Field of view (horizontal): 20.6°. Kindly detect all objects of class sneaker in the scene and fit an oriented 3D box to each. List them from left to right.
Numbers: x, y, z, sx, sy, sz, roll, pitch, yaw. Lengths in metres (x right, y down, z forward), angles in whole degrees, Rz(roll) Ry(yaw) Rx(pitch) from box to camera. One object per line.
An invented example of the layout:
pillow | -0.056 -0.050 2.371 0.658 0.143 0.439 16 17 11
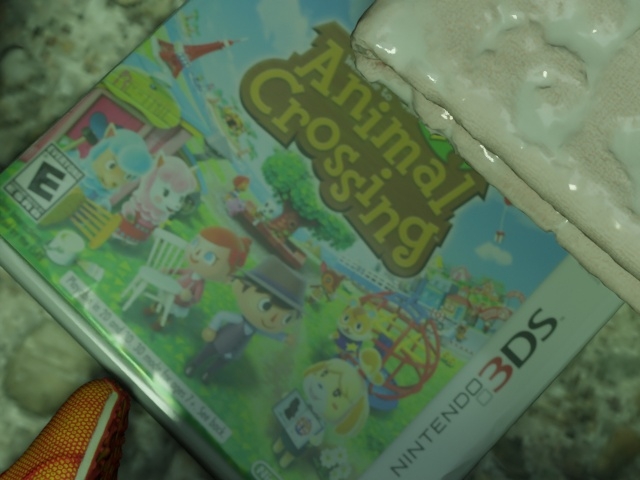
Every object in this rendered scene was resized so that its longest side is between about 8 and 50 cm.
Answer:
sneaker | -0.126 0.120 0.633 0.067 0.064 0.175 28 69 11

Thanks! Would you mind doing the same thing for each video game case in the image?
video game case | 0.000 0.000 0.701 0.212 0.023 0.193 45 74 0

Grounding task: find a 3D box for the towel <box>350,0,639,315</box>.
towel | 0.232 -0.082 0.657 0.317 0.053 0.332 43 73 12
